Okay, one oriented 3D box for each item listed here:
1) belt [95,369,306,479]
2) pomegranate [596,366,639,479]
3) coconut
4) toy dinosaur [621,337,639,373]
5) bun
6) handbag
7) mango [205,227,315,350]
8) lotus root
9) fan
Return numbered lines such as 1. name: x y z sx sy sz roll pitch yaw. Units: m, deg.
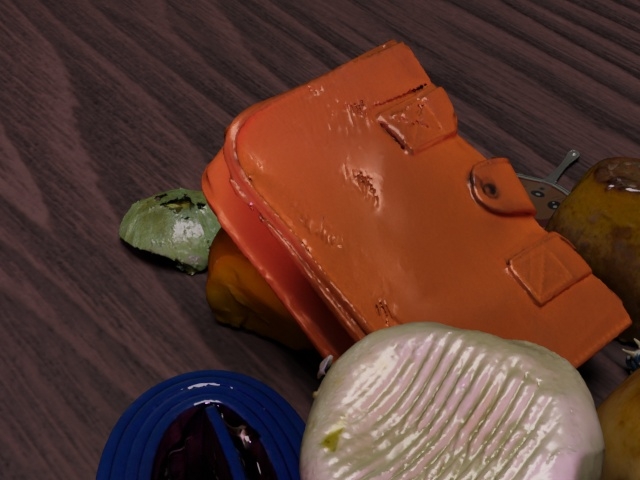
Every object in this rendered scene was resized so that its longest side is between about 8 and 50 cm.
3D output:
1. belt: -0.087 0.264 1.023 0.212 0.117 0.347 -5 37 -12
2. pomegranate: 0.351 0.214 0.976 0.307 0.307 0.307 0 37 0
3. coconut: -0.166 -0.019 1.445 0.158 0.055 0.133 -9 37 -10
4. toy dinosaur: 0.359 0.135 1.257 0.083 0.047 0.030 30 44 34
5. bun: 0.107 0.182 0.958 0.259 0.160 0.259 -11 47 12
6. handbag: 0.097 0.004 1.237 0.303 0.116 0.410 -31 76 -32
7. mango: 0.000 0.000 1.357 0.187 0.138 0.257 30 51 16
8. lotus root: 0.353 -0.012 1.349 0.188 0.180 0.199 20 42 29
9. fan: 0.286 -0.064 1.550 0.132 0.009 0.220 24 44 24
